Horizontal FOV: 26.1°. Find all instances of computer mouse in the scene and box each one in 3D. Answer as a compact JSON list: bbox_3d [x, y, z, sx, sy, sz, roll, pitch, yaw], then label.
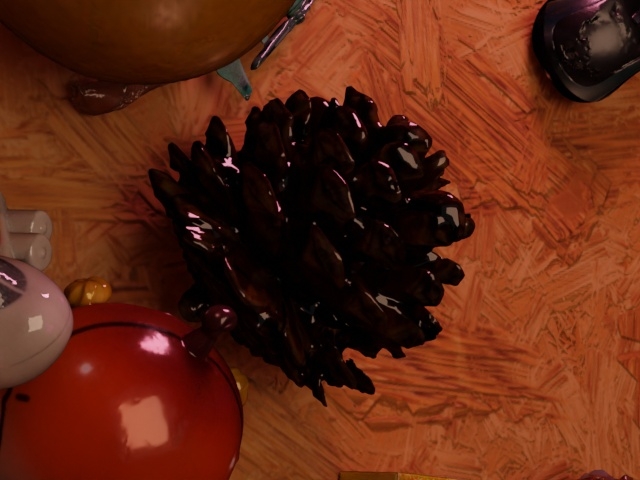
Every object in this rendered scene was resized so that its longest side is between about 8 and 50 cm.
[{"bbox_3d":[0.357,-0.259,1.670,0.233,0.096,0.137,-36,105,-34],"label":"computer mouse"}]

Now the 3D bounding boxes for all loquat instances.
[{"bbox_3d":[-0.136,-0.284,1.167,0.359,0.328,0.328,26,67,-52],"label":"loquat"}]

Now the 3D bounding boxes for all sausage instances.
[{"bbox_3d":[-0.168,-0.156,1.292,0.158,0.036,0.042,-34,92,-36],"label":"sausage"}]

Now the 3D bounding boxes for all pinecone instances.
[{"bbox_3d":[0.005,-0.003,1.273,0.296,0.242,0.298,-37,100,-33],"label":"pinecone"}]

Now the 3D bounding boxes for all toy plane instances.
[{"bbox_3d":[-0.304,0.052,1.044,0.252,0.252,0.118,-50,144,-31],"label":"toy plane"},{"bbox_3d":[-0.052,-0.243,1.377,0.096,0.060,0.235,60,45,-31],"label":"toy plane"}]

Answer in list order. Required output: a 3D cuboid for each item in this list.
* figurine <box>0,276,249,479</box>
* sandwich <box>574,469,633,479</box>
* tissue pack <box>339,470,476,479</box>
[{"bbox_3d":[-0.189,0.186,1.127,0.320,0.196,0.323,36,74,-27],"label":"figurine"},{"bbox_3d":[0.299,0.397,1.508,0.162,0.250,0.301,77,21,-61],"label":"sandwich"},{"bbox_3d":[0.113,0.272,1.410,0.176,0.095,0.062,12,76,-35],"label":"tissue pack"}]
